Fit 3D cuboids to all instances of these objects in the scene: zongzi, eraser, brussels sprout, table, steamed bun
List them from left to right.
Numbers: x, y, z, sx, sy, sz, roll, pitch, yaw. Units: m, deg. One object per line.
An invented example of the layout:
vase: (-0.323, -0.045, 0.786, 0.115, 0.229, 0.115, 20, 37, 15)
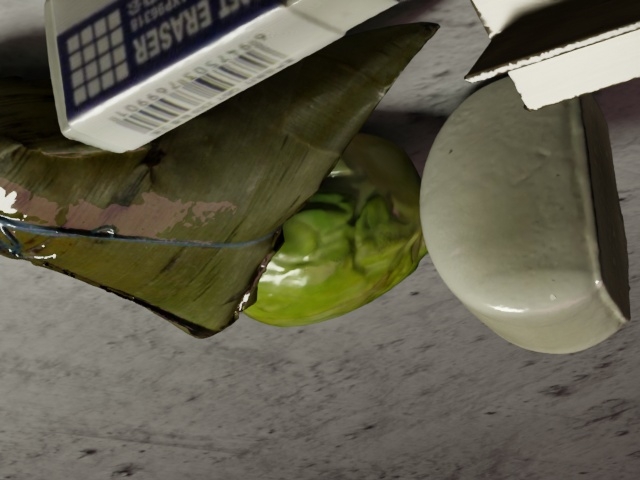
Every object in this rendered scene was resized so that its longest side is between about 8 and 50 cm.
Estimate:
zongzi: (-0.116, -0.102, 1.572, 0.323, 0.160, 0.360, 21, 125, -39)
eraser: (-0.079, -0.176, 1.418, 0.279, 0.124, 0.081, -25, 154, 31)
brussels sprout: (0.000, 0.000, 1.806, 0.223, 0.161, 0.223, -5, 151, -3)
steamed bun: (0.183, -0.021, 1.743, 0.164, 0.242, 0.146, -13, 155, 19)
table: (0.229, -0.187, 1.516, 0.226, 0.167, 0.167, -16, 158, 34)
